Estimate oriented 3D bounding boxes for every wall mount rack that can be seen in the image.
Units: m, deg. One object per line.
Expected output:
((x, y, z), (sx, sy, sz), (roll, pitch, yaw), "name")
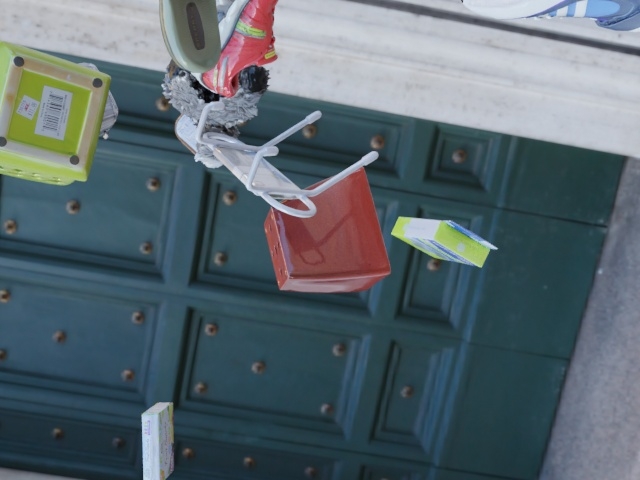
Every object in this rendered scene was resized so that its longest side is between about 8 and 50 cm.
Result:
((-0.072, -0.181, 1.633), (0.350, 0.304, 0.130), (43, 119, 38), "wall mount rack")

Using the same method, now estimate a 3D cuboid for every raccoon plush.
((-0.241, -0.404, 1.818), (0.446, 0.216, 0.299), (135, 147, -58), "raccoon plush")

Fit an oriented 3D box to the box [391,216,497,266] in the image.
((0.210, 0.001, 1.382), (0.042, 0.109, 0.178), (-64, 21, -5), "box")

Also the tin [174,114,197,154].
((-0.294, -0.265, 2.037), (0.106, 0.190, 0.040), (-49, -24, 1), "tin")

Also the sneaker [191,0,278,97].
((-0.114, -0.373, 1.426), (0.279, 0.118, 0.107), (-47, 11, 27), "sneaker")

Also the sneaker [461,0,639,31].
((0.412, -0.382, 1.267), (0.323, 0.236, 0.130), (-1, 75, 46), "sneaker")

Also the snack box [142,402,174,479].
((-0.322, 0.403, 1.596), (0.100, 0.037, 0.141), (-14, -77, -83), "snack box")

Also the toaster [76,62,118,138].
((-0.607, -0.344, 1.979), (0.129, 0.146, 0.227), (-33, 85, 51), "toaster")

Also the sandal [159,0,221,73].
((-0.188, -0.394, 1.150), (0.120, 0.086, 0.302), (-32, -63, -37), "sandal")

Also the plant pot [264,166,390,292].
((0.000, 0.000, 1.974), (0.267, 0.236, 0.267), (129, 128, -73), "plant pot")

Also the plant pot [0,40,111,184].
((-0.503, -0.222, 1.408), (0.207, 0.227, 0.228), (11, 88, 54), "plant pot")
